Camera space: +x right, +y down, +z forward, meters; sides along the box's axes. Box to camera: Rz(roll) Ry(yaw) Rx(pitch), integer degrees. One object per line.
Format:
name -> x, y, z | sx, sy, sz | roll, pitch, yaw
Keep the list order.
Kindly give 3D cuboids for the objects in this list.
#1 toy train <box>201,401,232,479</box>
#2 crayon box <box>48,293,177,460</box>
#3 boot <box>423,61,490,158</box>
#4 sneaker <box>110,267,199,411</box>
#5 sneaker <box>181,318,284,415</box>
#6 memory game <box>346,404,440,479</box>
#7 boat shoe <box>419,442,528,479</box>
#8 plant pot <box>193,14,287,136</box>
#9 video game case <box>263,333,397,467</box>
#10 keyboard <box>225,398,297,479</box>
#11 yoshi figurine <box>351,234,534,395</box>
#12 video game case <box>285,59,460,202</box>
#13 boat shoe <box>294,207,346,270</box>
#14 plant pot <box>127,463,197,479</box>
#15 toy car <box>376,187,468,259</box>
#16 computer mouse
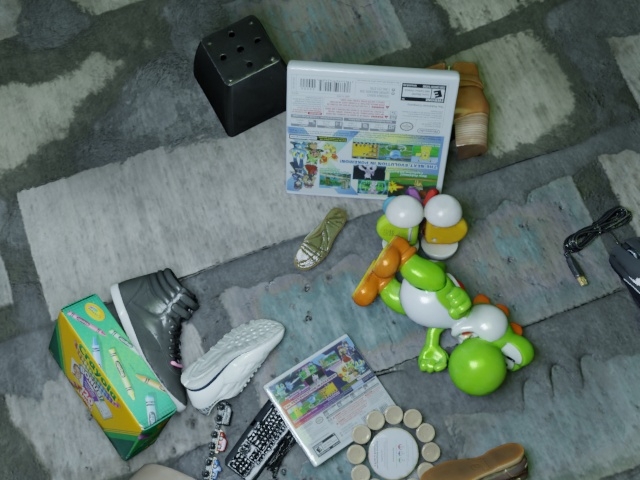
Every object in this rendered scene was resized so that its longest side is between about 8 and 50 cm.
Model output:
toy train -> -0.198, 0.393, 1.552 | 0.036, 0.027, 0.158 | 14, 73, -7
crayon box -> -0.398, 0.259, 1.513 | 0.081, 0.165, 0.278 | -27, 72, -39
boot -> 0.219, -0.282, 1.716 | 0.284, 0.109, 0.220 | -5, 65, 10
sneaker -> -0.294, 0.181, 1.573 | 0.147, 0.104, 0.295 | -28, 71, -2
sneaker -> -0.163, 0.243, 1.573 | 0.235, 0.090, 0.094 | -34, 119, -24
memory game -> 0.140, 0.408, 1.529 | 0.186, 0.012, 0.186 | 1, 85, -10
boat shoe -> 0.294, 0.450, 1.508 | 0.207, 0.073, 0.073 | -15, 115, 1
plant pot -> -0.164, -0.366, 1.708 | 0.188, 0.167, 0.187 | -28, 75, -7
video game case -> 0.020, 0.309, 1.561 | 0.201, 0.023, 0.183 | -30, 75, -18
keyboard -> -0.095, 0.380, 1.549 | 0.100, 0.038, 0.192 | 34, 77, 10
yoshi figurine -> 0.237, 0.166, 1.538 | 0.362, 0.203, 0.203 | 33, 95, 1
video game case -> 0.095, -0.212, 1.610 | 0.329, 0.299, 0.036 | 4, 39, 1
boat shoe -> -0.001, -0.002, 1.665 | 0.056, 0.048, 0.153 | 33, 83, -3
plant pot -> -0.296, 0.555, 1.382 | 0.323, 0.323, 0.280 | 22, 59, 7
toy car -> 0.203, -0.048, 1.623 | 0.182, 0.159, 0.136 | -2, 52, 0
computer mouse -> 0.619, 0.063, 1.627 | 0.184, 0.060, 0.262 | -25, 74, -8
